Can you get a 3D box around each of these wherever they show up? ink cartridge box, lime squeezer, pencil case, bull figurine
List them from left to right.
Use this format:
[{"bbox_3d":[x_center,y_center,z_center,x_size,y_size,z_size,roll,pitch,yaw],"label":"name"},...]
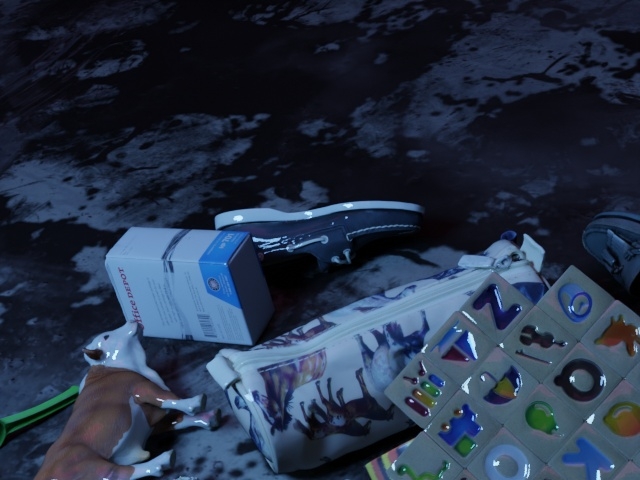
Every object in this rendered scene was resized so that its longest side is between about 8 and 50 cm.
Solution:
[{"bbox_3d":[-0.405,0.279,1.613,0.109,0.059,0.310,23,37,1],"label":"lime squeezer"},{"bbox_3d":[-0.235,0.225,1.565,0.188,0.101,0.310,4,41,16],"label":"bull figurine"},{"bbox_3d":[-0.175,0.060,1.760,0.190,0.140,0.082,4,38,26],"label":"ink cartridge box"},{"bbox_3d":[0.080,0.130,1.516,0.410,0.184,0.160,-21,33,-9],"label":"pencil case"}]

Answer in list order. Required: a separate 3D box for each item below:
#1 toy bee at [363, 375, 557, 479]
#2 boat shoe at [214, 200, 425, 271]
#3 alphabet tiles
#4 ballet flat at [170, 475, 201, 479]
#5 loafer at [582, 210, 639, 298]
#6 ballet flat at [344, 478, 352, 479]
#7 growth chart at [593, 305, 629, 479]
[{"bbox_3d":[0.186,0.182,1.383,0.195,0.162,0.298,42,76,8],"label":"toy bee"},{"bbox_3d":[0.000,0.000,1.838,0.302,0.091,0.114,-6,-11,15],"label":"boat shoe"},{"bbox_3d":[0.242,0.199,1.286,0.342,0.011,0.285,41,87,20],"label":"alphabet tiles"},{"bbox_3d":[-0.221,0.332,1.394,0.077,0.091,0.241,17,48,35],"label":"ballet flat"},{"bbox_3d":[0.416,0.042,1.608,0.084,0.096,0.267,-37,40,-22],"label":"loafer"},{"bbox_3d":[0.005,0.289,1.235,0.052,0.057,0.168,18,44,25],"label":"ballet flat"},{"bbox_3d":[0.324,0.170,1.360,0.172,0.021,0.237,-3,55,-39],"label":"growth chart"}]
